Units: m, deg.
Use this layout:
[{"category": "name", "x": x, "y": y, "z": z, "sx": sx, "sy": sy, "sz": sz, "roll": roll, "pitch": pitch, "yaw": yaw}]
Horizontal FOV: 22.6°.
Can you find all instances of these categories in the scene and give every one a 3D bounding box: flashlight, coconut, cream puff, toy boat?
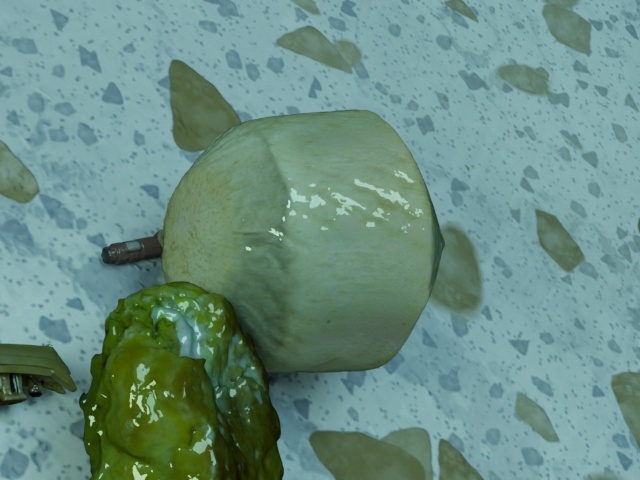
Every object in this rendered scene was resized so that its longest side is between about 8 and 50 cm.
[{"category": "flashlight", "x": -0.194, "y": 0.007, "z": 1.777, "sx": 0.110, "sy": 0.031, "sz": 0.052, "roll": -11, "pitch": 66, "yaw": -42}, {"category": "coconut", "x": 0.000, "y": 0.000, "z": 1.741, "sx": 0.329, "sy": 0.329, "sz": 0.328, "roll": 20, "pitch": 48, "yaw": -24}, {"category": "cream puff", "x": -0.157, "y": 0.179, "z": 1.557, "sx": 0.282, "sy": 0.185, "sz": 0.281, "roll": -16, "pitch": 90, "yaw": -71}, {"category": "toy boat", "x": -0.334, "y": 0.138, "z": 1.550, "sx": 0.206, "sy": 0.064, "sz": 0.072, "roll": 4, "pitch": 71, "yaw": -36}]
